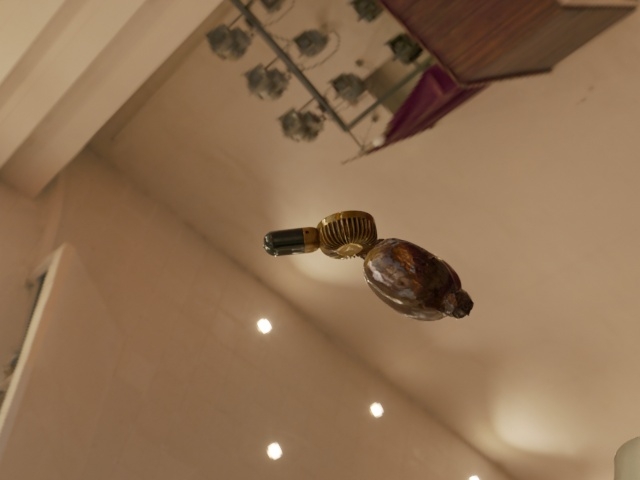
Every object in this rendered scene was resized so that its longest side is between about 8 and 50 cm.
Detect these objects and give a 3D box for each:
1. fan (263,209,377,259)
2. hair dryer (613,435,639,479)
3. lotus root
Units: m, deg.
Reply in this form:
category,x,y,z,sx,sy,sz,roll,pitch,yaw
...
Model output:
category,x,y,z,sx,sy,sz,roll,pitch,yaw
fan,0.000,0.000,1.164,0.155,0.082,0.039,-7,-117,-5
hair dryer,0.422,0.277,1.050,0.203,0.128,0.362,-68,-28,-46
lotus root,0.150,0.067,1.373,0.209,0.120,0.120,32,-155,30
